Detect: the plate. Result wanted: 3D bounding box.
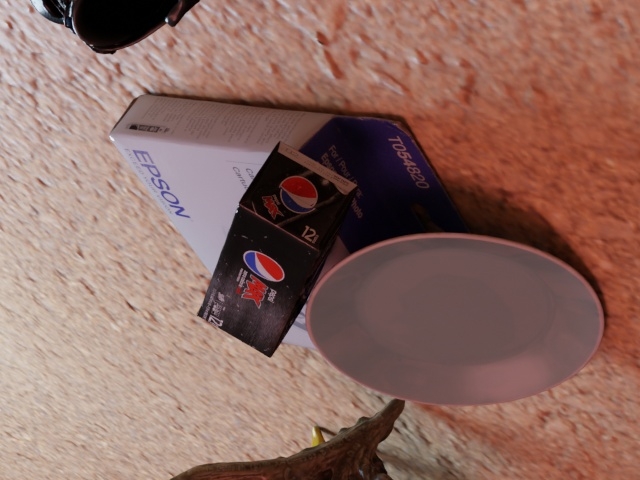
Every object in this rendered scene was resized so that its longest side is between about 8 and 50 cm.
[{"bbox_3d":[0.084,0.046,1.243,0.188,0.024,0.188,3,142,2],"label":"plate"}]

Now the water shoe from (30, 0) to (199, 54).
[{"bbox_3d":[-0.129,-0.149,1.137,0.073,0.080,0.203,45,151,-22],"label":"water shoe"}]

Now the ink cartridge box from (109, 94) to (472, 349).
[{"bbox_3d":[0.000,0.000,1.291,0.224,0.045,0.223,7,144,40],"label":"ink cartridge box"}]

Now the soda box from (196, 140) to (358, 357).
[{"bbox_3d":[-0.028,0.009,1.225,0.060,0.053,0.169,30,152,3],"label":"soda box"}]

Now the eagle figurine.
[{"bbox_3d":[0.020,0.250,1.555,0.226,0.225,0.298,12,138,16],"label":"eagle figurine"}]
